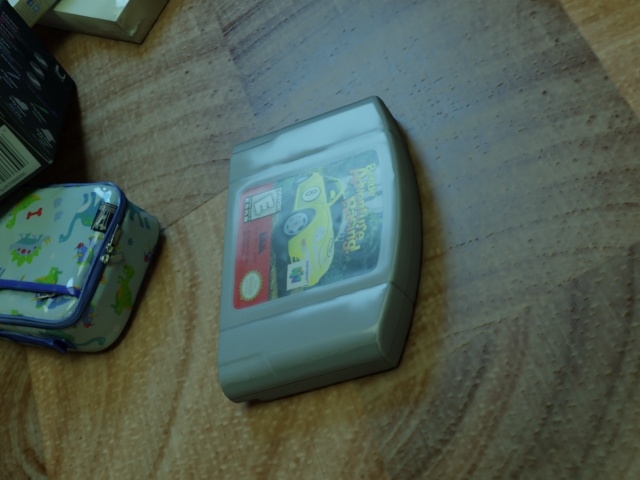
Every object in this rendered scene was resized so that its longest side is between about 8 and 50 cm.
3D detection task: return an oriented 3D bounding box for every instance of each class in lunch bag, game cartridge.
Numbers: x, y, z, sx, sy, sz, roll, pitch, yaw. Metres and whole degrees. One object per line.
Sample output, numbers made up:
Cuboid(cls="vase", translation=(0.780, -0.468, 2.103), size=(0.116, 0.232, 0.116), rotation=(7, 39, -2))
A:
Cuboid(cls="lunch bag", translation=(-0.285, 0.028, 1.449), size=(0.219, 0.090, 0.176), rotation=(5, 66, 38))
Cuboid(cls="game cartridge", translation=(0.000, 0.000, 1.293), size=(0.196, 0.060, 0.294), rotation=(-15, 53, 21))

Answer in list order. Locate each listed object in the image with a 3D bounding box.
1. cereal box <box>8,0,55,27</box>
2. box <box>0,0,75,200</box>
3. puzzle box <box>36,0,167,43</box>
Cuboid(cls="cereal box", translation=(-0.368, -0.360, 1.728), size=(0.240, 0.047, 0.173), rotation=(-47, 46, -3))
Cuboid(cls="box", translation=(-0.393, -0.143, 1.542), size=(0.165, 0.143, 0.270), rotation=(-33, 23, 11))
Cuboid(cls="puzzle box", translation=(-0.310, -0.402, 1.786), size=(0.409, 0.052, 0.272), rotation=(18, 71, 41))
